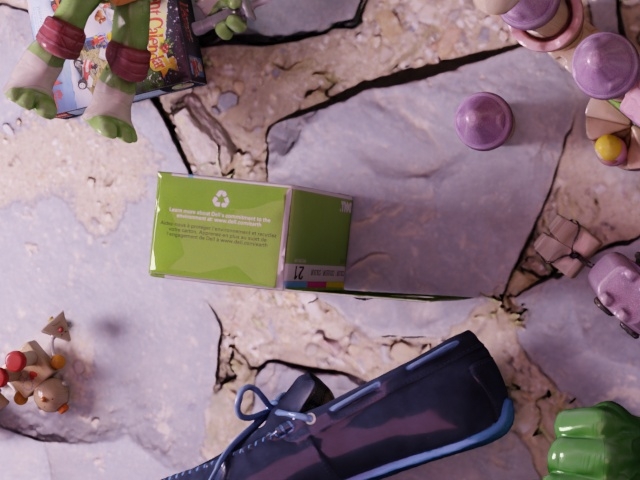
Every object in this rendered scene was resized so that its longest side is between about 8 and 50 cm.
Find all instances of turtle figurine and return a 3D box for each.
[{"bbox_3d":[-0.161,-0.218,1.472,0.275,0.198,0.266,28,101,19],"label":"turtle figurine"}]

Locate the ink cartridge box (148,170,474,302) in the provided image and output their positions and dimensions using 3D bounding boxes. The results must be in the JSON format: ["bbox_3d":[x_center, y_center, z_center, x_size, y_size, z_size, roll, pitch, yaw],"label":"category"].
[{"bbox_3d":[0.000,0.000,1.468,0.255,0.189,0.097,5,90,17],"label":"ink cartridge box"}]

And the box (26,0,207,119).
[{"bbox_3d":[-0.213,-0.251,1.614,0.159,0.044,0.233,-12,86,18],"label":"box"}]

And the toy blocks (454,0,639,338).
[{"bbox_3d":[0.251,-0.111,1.346,0.288,0.260,0.309,43,102,13],"label":"toy blocks"}]

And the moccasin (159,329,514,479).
[{"bbox_3d":[0.006,0.176,1.511,0.342,0.138,0.116,-18,80,3],"label":"moccasin"}]

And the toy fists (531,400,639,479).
[{"bbox_3d":[0.217,0.274,1.418,0.096,0.142,0.279,17,95,18],"label":"toy fists"}]

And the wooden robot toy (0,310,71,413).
[{"bbox_3d":[-0.290,0.150,1.628,0.173,0.076,0.079,-44,88,14],"label":"wooden robot toy"}]

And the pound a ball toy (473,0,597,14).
[{"bbox_3d":[0.267,-0.287,1.233,0.208,0.135,0.319,24,57,6],"label":"pound a ball toy"}]
